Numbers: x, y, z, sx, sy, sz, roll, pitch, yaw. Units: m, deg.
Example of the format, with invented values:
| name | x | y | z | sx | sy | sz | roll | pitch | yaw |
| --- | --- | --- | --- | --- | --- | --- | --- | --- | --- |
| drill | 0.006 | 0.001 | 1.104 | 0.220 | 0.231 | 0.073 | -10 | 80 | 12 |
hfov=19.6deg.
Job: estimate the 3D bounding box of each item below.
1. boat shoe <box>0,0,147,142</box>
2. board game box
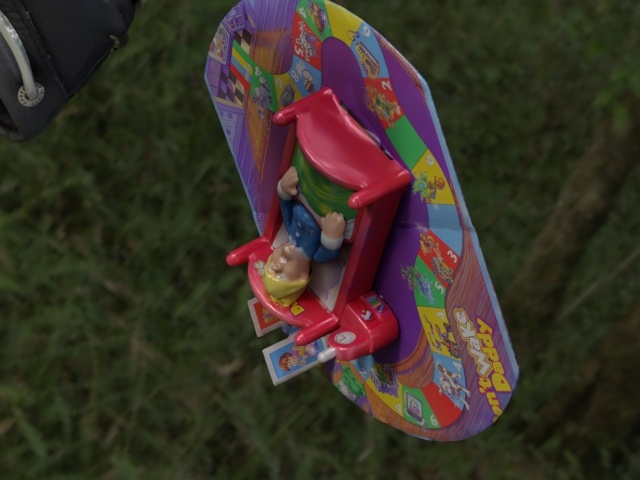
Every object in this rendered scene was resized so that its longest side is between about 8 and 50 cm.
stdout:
| name | x | y | z | sx | sy | sz | roll | pitch | yaw |
| --- | --- | --- | --- | --- | --- | --- | --- | --- | --- |
| boat shoe | -0.123 | -0.087 | 0.436 | 0.075 | 0.065 | 0.206 | 24 | -6 | 45 |
| board game box | 0.000 | 0.000 | 0.627 | 0.033 | 0.133 | 0.169 | -28 | 108 | -29 |
